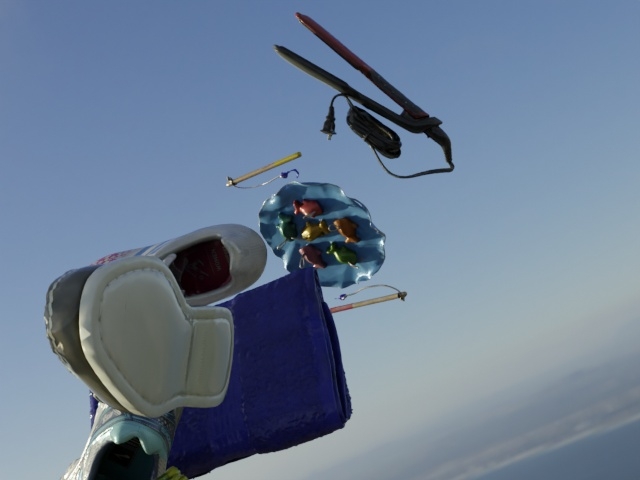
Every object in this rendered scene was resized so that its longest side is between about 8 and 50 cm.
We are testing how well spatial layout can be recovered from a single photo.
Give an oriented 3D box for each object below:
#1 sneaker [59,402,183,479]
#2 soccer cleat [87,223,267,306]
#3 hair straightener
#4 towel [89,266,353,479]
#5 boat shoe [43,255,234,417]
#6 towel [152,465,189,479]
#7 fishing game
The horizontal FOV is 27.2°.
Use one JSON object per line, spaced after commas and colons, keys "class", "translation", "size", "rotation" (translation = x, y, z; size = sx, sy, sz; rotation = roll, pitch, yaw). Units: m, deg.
{"class": "sneaker", "translation": [-0.225, 0.271, 1.385], "size": [0.110, 0.283, 0.122], "rotation": [15, 25, -7]}
{"class": "soccer cleat", "translation": [-0.230, 0.057, 1.729], "size": [0.331, 0.116, 0.143], "rotation": [-22, -3, 14]}
{"class": "hair straightener", "translation": [0.041, -0.135, 1.373], "size": [0.089, 0.230, 0.047], "rotation": [-52, -3, 6]}
{"class": "towel", "translation": [-0.120, 0.174, 1.541], "size": [0.308, 0.228, 0.076], "rotation": [-19, -43, 10]}
{"class": "boat shoe", "translation": [-0.143, 0.073, 0.973], "size": [0.091, 0.109, 0.305], "rotation": [5, -9, 12]}
{"class": "towel", "translation": [-0.178, 0.275, 0.979], "size": [0.237, 0.102, 0.021], "rotation": [-36, 34, -21]}
{"class": "fishing game", "translation": [0.000, 0.000, 1.775], "size": [0.189, 0.264, 0.041], "rotation": [-15, 32, 36]}
